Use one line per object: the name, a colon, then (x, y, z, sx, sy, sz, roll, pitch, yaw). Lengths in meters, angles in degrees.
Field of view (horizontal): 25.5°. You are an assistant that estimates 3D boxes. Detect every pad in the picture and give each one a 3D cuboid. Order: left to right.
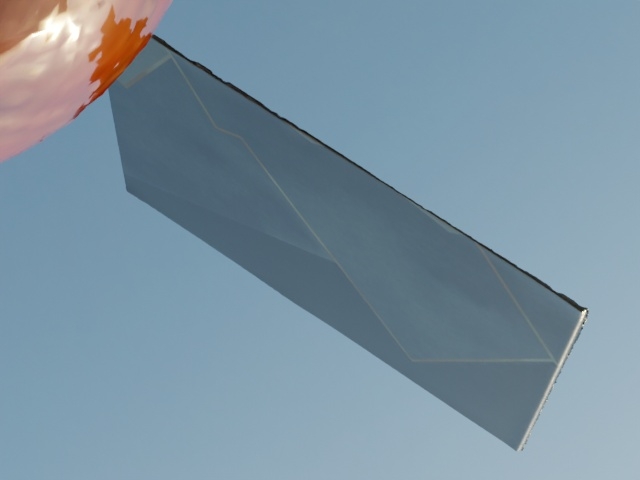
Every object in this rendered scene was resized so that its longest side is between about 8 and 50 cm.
pad: (0.000, 0.000, 0.627, 0.004, 0.243, 0.163, -50, -17, -23)

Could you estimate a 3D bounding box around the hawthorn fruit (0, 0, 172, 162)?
hawthorn fruit: (-0.160, -0.140, 0.393, 0.284, 0.284, 0.284, -5, -64, -11)
